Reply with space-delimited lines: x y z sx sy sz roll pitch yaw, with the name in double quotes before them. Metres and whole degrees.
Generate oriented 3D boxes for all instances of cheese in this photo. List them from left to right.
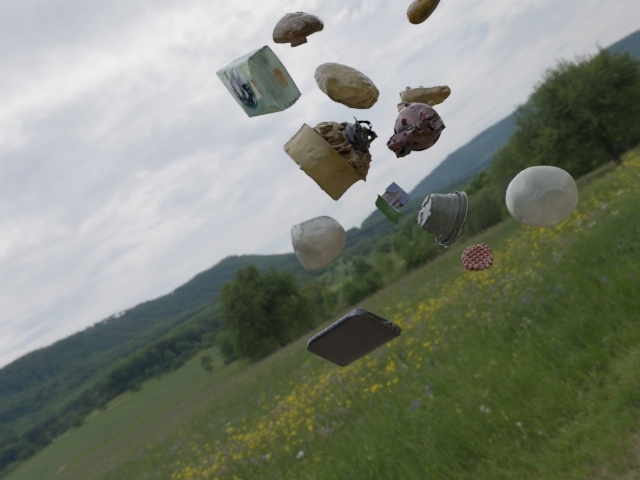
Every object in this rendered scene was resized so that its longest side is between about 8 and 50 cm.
"cheese" 0.000 0.000 1.951 0.189 0.154 0.197 -35 -47 -21

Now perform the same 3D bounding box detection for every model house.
"model house" 0.266 -0.139 1.951 0.088 0.117 0.167 -46 -11 -7

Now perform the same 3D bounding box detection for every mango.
"mango" 0.413 -0.928 2.181 0.163 0.089 0.111 -36 16 26

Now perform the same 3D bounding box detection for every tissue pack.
"tissue pack" -0.295 -0.734 2.577 0.162 0.287 0.388 -47 27 -18

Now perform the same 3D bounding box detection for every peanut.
"peanut" 0.072 -0.455 1.613 0.110 0.197 0.233 -62 -9 14

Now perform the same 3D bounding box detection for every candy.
"candy" 0.916 -0.187 2.281 0.296 0.295 0.185 -33 -31 3

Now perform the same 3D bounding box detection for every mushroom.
"mushroom" -0.083 -0.993 2.579 0.286 0.155 0.151 -33 35 -32

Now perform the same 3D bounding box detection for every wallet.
"wallet" 0.082 0.252 1.431 0.250 0.149 0.044 -42 28 42

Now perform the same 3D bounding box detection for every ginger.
"ginger" 0.364 -0.519 1.996 0.206 0.081 0.115 -19 28 -4

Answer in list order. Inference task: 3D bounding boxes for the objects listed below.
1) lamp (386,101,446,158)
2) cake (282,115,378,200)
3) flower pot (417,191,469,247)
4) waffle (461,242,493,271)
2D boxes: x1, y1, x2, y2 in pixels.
"lamp" 0.312 -0.346 1.715 0.215 0.151 0.223 -40 27 44
"cake" 0.063 -0.362 2.152 0.321 0.332 0.332 -45 -7 4
"flower pot" 0.476 -0.100 2.180 0.235 0.141 0.235 -163 90 -83
"waffle" 0.379 0.043 1.328 0.075 0.029 0.083 -7 46 22
